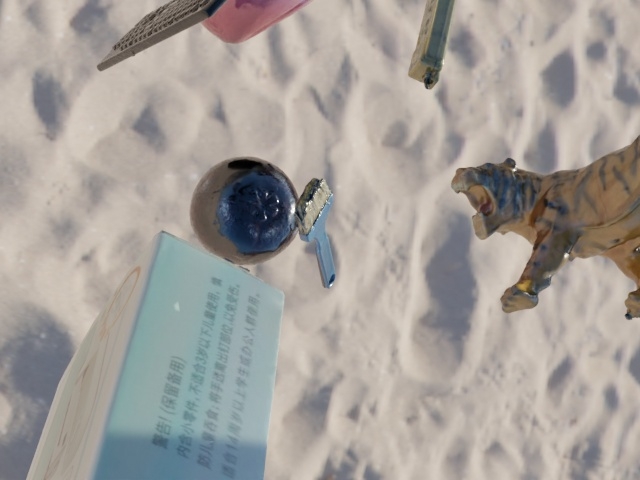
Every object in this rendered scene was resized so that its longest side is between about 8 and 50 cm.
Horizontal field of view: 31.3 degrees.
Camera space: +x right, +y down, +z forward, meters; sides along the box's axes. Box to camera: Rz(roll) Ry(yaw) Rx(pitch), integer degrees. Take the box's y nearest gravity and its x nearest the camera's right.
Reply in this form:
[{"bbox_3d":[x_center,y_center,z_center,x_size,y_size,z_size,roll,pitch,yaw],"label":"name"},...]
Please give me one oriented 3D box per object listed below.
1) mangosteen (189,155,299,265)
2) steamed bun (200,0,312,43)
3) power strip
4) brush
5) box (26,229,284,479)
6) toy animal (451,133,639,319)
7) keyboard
[{"bbox_3d":[-0.102,-0.038,1.524,0.152,0.152,0.152,-5,98,-43],"label":"mangosteen"},{"bbox_3d":[-0.102,-0.421,1.616,0.309,0.309,0.309,-5,98,-43],"label":"steamed bun"},{"bbox_3d":[0.194,-0.374,1.884,0.044,0.064,0.305,20,63,-12],"label":"power strip"},{"bbox_3d":[0.000,0.000,1.043,0.051,0.014,0.164,-59,159,-25],"label":"brush"},{"bbox_3d":[-0.086,0.126,0.505,0.079,0.135,0.269,27,32,-16],"label":"box"},{"bbox_3d":[0.207,-0.037,0.678,0.114,0.255,0.116,19,53,-36],"label":"toy animal"},{"bbox_3d":[-0.106,-0.212,1.037,0.103,0.381,0.041,-51,118,-23],"label":"keyboard"}]
